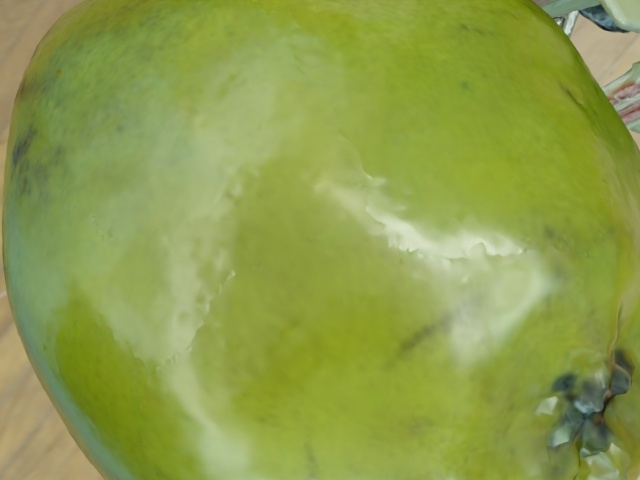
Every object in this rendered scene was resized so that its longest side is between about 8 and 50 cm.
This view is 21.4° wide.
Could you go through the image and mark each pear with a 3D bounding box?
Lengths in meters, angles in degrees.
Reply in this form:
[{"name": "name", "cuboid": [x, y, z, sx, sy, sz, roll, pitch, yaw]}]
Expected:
[{"name": "pear", "cuboid": [0.000, 0.000, 0.568, 0.269, 0.212, 0.212, 35, 120, 44]}]

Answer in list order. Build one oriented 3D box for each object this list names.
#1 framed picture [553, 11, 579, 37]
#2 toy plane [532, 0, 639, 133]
[{"name": "framed picture", "cuboid": [0.077, -0.188, 1.433, 0.265, 0.018, 0.192, 23, 79, -1]}, {"name": "toy plane", "cuboid": [0.169, -0.102, 0.678, 0.242, 0.256, 0.104, -51, 59, 34]}]
